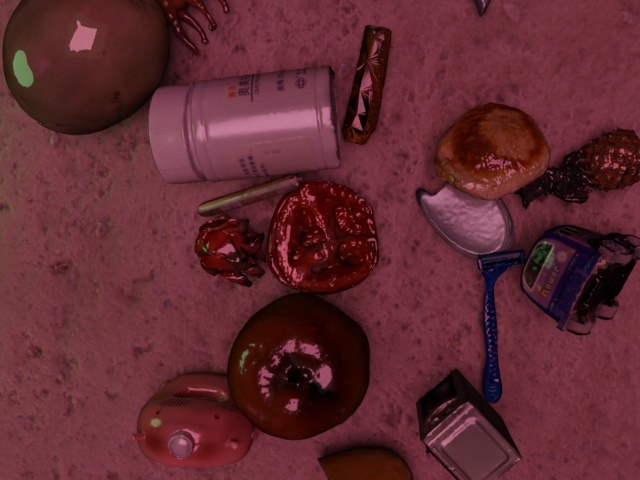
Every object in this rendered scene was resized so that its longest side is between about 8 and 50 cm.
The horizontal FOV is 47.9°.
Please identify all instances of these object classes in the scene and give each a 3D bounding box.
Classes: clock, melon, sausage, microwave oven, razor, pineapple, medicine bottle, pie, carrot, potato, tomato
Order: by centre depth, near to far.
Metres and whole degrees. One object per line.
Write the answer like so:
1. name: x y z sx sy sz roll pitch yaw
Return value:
1. melon: -0.426 -0.335 1.298 0.330 0.268 0.268 -34 93 34
2. pie: 0.308 -0.162 1.311 0.205 0.084 0.179 -27 50 -2
3. medicine bottle: -0.132 -0.209 1.329 0.332 0.190 0.190 -6 96 5
4. pineapple: 0.470 -0.127 1.338 0.237 0.119 0.111 -18 139 11
5. microwave oven: 0.267 0.358 1.358 0.129 0.205 0.163 -41 91 8
6. carrot: 0.090 -0.296 1.366 0.069 0.069 0.228 12 96 3
7. sausage: -0.141 -0.083 1.373 0.269 0.033 0.033 -14 96 33
8. clock: -0.238 0.345 1.383 0.227 0.241 0.142 4 94 5
9. razor: 0.334 0.167 1.391 0.093 0.056 0.324 -8 112 -13
10. tomato: -0.002 0.002 1.391 0.228 0.101 0.228 1 88 -13
11. potato: 0.108 0.489 1.418 0.158 0.178 0.203 -25 70 -8

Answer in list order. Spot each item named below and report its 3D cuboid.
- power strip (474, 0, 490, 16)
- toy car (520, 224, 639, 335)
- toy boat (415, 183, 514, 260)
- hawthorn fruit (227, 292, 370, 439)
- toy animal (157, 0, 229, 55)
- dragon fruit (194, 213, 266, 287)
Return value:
1. power strip: 0.227 -0.509 1.333 0.253 0.054 0.167 9 98 5
2. toy car: 0.476 0.050 1.311 0.158 0.235 0.172 38 122 34
3. toy boat: 0.283 -0.048 1.384 0.134 0.079 0.207 -44 81 1
4. hawthorn fruit: -0.045 0.239 1.322 0.268 0.301 0.267 0 92 9
5. toy animal: -0.316 -0.444 1.385 0.230 0.066 0.224 39 117 -10
6. dragon fruit: -0.176 0.016 1.399 0.142 0.130 0.121 16 77 44
